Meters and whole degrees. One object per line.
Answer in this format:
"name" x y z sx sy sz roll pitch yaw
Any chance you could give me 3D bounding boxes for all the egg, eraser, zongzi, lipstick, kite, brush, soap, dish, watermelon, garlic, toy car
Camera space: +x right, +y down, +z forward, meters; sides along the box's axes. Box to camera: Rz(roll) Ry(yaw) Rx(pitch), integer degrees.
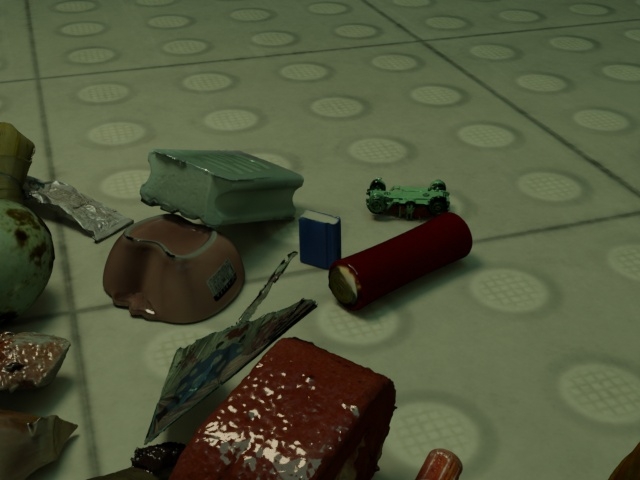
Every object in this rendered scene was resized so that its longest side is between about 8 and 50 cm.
"egg" -0.467 0.041 1.136 0.169 0.169 0.231 23 49 33
"eraser" 0.000 0.000 1.291 0.063 0.085 0.027 15 35 24
"zongzi" -0.584 -0.049 1.383 0.228 0.115 0.256 -16 65 16
"lipstick" 0.122 0.028 1.253 0.241 0.080 0.080 -24 38 -34
"kite" -0.103 0.115 0.979 0.335 0.011 0.314 -24 23 50
"brush" -0.183 0.226 0.825 0.043 0.036 0.248 8 -5 15
"soap" -0.151 -0.088 1.339 0.150 0.094 0.261 18 11 23
"dish" -0.215 0.026 1.238 0.213 0.090 0.213 1 30 -1
"watermelon" -0.423 0.147 1.006 0.241 0.095 0.154 3 2 -20
"garlic" -0.427 0.214 0.923 0.266 0.148 0.129 14 69 13
"toy car" 0.149 -0.068 1.440 0.143 0.054 0.073 1 33 4

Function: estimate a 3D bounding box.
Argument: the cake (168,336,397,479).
"cake" -0.038 0.217 0.831 0.150 0.177 0.283 21 37 26

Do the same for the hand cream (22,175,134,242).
"hand cream" -0.442 -0.063 1.431 0.256 0.050 0.084 20 33 24

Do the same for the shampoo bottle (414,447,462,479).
"shampoo bottle" 0.087 0.291 0.835 0.108 0.051 0.221 14 33 23

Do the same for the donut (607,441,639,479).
"donut" 0.242 0.301 0.564 0.170 0.360 0.360 20 33 3
